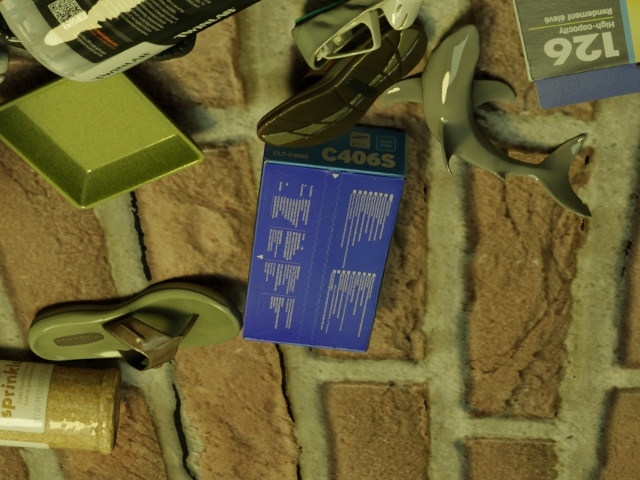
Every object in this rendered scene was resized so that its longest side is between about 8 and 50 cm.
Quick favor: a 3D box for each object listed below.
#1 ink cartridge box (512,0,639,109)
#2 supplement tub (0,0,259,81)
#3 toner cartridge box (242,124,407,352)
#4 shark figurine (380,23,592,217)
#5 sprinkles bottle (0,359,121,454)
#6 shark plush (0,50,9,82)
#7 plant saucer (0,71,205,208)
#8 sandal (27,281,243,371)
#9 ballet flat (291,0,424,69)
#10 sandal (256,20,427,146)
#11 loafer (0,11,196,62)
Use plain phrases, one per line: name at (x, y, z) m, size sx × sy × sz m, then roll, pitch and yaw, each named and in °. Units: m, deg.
ink cartridge box at (0.346, -0.253, 1.766) m, size 0.303 × 0.072 × 0.307 m, roll -10°, pitch 132°, yaw 11°
supplement tub at (-0.136, -0.302, 1.652) m, size 0.338 × 0.207 × 0.207 m, roll -22°, pitch 134°, yaw 29°
toner cartridge box at (0.000, 0.000, 2.111) m, size 0.165 × 0.075 × 0.348 m, roll 6°, pitch 141°, yaw -4°
shark figurine at (0.173, -0.105, 1.945) m, size 0.166 × 0.116 × 0.278 m, roll -22°, pitch 132°, yaw 30°
sprinkles bottle at (-0.452, 0.219, 2.375) m, size 0.355 × 0.121 × 0.121 m, roll 5°, pitch 141°, yaw -2°
shark plush at (-0.426, -0.202, 1.940) m, size 0.161 × 0.073 × 0.067 m, roll 22°, pitch 121°, yaw 9°
plant saucer at (-0.256, -0.131, 1.994) m, size 0.188 × 0.045 × 0.188 m, roll -20°, pitch 134°, yaw 26°
sandal at (-0.240, 0.131, 2.279) m, size 0.302 × 0.086 × 0.120 m, roll -12°, pitch 138°, yaw 18°
ballet flat at (0.062, -0.239, 1.815) m, size 0.213 × 0.068 × 0.072 m, roll -26°, pitch 175°, yaw 35°
sandal at (0.020, -0.177, 1.912) m, size 0.219 × 0.060 × 0.090 m, roll -41°, pitch 139°, yaw 23°
loafer at (-0.242, -0.231, 1.862) m, size 0.220 × 0.080 × 0.078 m, roll 7°, pitch 173°, yaw -6°
